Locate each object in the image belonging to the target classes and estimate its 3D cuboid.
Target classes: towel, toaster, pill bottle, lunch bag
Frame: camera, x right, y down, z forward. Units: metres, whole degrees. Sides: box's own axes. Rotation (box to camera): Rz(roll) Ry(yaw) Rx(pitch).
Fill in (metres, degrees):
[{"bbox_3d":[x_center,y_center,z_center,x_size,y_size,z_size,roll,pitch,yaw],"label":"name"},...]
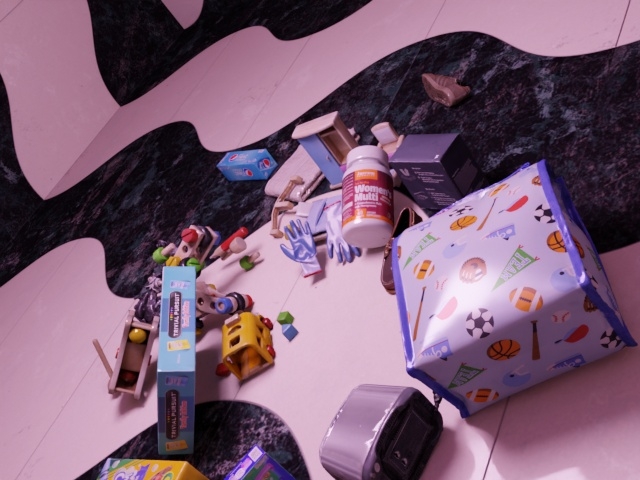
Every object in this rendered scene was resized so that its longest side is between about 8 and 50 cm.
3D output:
[{"bbox_3d":[-0.025,-0.226,2.247,0.282,0.049,0.187,-50,31,-16],"label":"towel"},{"bbox_3d":[0.101,0.330,1.309,0.146,0.129,0.227,-2,48,49],"label":"toaster"},{"bbox_3d":[0.110,-0.103,1.804,0.121,0.121,0.221,-18,56,32],"label":"pill bottle"},{"bbox_3d":[0.308,0.060,1.338,0.328,0.239,0.385,-29,39,20],"label":"lunch bag"}]

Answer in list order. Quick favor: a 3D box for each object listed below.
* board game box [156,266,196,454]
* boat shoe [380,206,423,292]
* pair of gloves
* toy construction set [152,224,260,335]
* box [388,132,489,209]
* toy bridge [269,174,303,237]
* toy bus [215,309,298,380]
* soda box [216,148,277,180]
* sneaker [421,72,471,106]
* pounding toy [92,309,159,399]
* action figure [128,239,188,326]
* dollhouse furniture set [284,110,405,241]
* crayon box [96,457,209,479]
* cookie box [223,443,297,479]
[{"bbox_3d":[-0.317,0.258,1.723,0.079,0.253,0.336,1,36,-9],"label":"board game box"},{"bbox_3d":[0.171,0.017,1.696,0.073,0.073,0.207,-8,44,35],"label":"boat shoe"},{"bbox_3d":[0.000,0.000,1.861,0.198,0.023,0.159,-25,66,10],"label":"pair of gloves"},{"bbox_3d":[-0.312,0.103,1.997,0.237,0.257,0.309,-37,8,29],"label":"toy construction set"},{"bbox_3d":[0.264,-0.152,1.731,0.156,0.158,0.093,8,54,51],"label":"box"},{"bbox_3d":[-0.101,-0.095,2.134,0.063,0.026,0.188,-4,62,50],"label":"toy bridge"},{"bbox_3d":[-0.174,0.216,1.776,0.202,0.104,0.191,1,49,47],"label":"toy bus"},{"bbox_3d":[-0.234,-0.238,2.465,0.210,0.071,0.067,4,50,49],"label":"soda box"},{"bbox_3d":[0.340,-0.413,2.101,0.071,0.066,0.188,-24,35,-7],"label":"sneaker"},{"bbox_3d":[-0.501,0.295,1.927,0.154,0.155,0.269,-94,21,-61],"label":"pounding toy"},{"bbox_3d":[-0.420,0.147,2.110,0.164,0.141,0.275,15,86,45],"label":"action figure"},{"bbox_3d":[0.038,-0.151,1.934,0.286,0.198,0.303,-15,39,36],"label":"dollhouse furniture set"},{"bbox_3d":[-0.358,0.549,1.560,0.323,0.083,0.203,-11,41,38],"label":"crayon box"},{"bbox_3d":[-0.108,0.439,1.411,0.092,0.107,0.040,-47,33,-11],"label":"cookie box"}]
